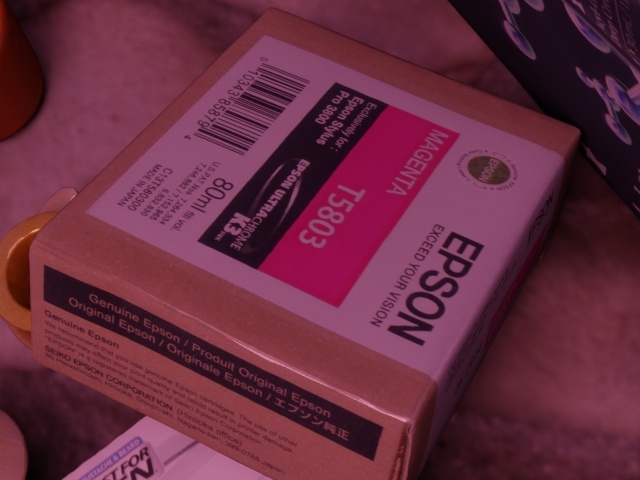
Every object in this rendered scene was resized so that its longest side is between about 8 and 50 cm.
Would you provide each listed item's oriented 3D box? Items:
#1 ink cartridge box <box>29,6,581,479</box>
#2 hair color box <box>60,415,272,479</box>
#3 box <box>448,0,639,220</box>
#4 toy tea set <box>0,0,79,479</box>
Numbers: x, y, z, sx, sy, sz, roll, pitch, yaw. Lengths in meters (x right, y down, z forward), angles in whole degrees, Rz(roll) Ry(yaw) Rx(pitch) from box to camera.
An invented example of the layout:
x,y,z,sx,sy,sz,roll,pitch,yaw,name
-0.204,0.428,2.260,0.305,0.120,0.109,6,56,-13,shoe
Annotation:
x,y,z,sx,sy,sz,roll,pitch,yaw,name
0.000,0.000,0.677,0.193,0.088,0.235,23,44,14,ink cartridge box
-0.012,0.239,0.638,0.185,0.110,0.339,-36,61,1,hair color box
0.193,-0.156,0.632,0.212,0.293,0.395,-38,74,0,box
-0.217,-0.009,0.741,0.200,0.124,0.336,-31,67,1,toy tea set
